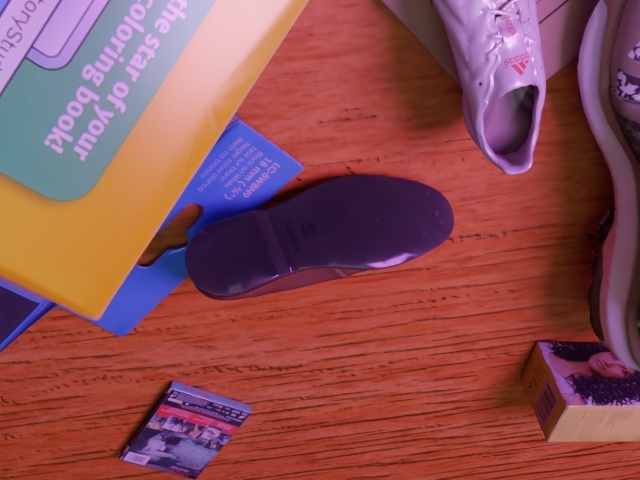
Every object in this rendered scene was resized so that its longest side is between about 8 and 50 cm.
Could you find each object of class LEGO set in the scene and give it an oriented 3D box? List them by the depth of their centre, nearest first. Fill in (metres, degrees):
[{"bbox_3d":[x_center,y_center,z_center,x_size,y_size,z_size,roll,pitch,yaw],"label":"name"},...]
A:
[{"bbox_3d":[0.253,-0.007,0.657,0.054,0.024,0.083,6,140,-11],"label":"LEGO set"}]

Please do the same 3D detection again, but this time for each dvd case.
[{"bbox_3d":[-0.135,0.191,0.754,0.087,0.013,0.119,23,120,-24],"label":"dvd case"}]

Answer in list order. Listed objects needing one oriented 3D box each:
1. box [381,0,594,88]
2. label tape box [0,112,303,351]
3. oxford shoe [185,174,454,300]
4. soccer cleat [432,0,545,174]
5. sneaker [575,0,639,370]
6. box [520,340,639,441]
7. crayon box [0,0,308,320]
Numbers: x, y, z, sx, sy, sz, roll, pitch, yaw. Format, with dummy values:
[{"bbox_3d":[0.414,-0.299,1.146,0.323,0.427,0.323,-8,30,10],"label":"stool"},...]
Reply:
[{"bbox_3d":[0.118,-0.190,0.487,0.164,0.021,0.201,-38,125,20],"label":"box"},{"bbox_3d":[-0.202,-0.039,0.502,0.333,0.106,0.240,35,116,-30],"label":"label tape box"},{"bbox_3d":[0.000,0.000,0.601,0.212,0.076,0.076,-11,165,-9],"label":"oxford shoe"},{"bbox_3d":[0.107,-0.131,0.469,0.068,0.076,0.196,-17,129,6],"label":"soccer cleat"},{"bbox_3d":[0.294,-0.031,0.518,0.158,0.182,0.411,-23,125,-8],"label":"sneaker"},{"bbox_3d":[0.324,0.150,0.748,0.232,0.087,0.058,3,128,-12],"label":"box"},{"bbox_3d":[-0.133,-0.197,0.310,0.313,0.106,0.363,33,94,-30],"label":"crayon box"}]
